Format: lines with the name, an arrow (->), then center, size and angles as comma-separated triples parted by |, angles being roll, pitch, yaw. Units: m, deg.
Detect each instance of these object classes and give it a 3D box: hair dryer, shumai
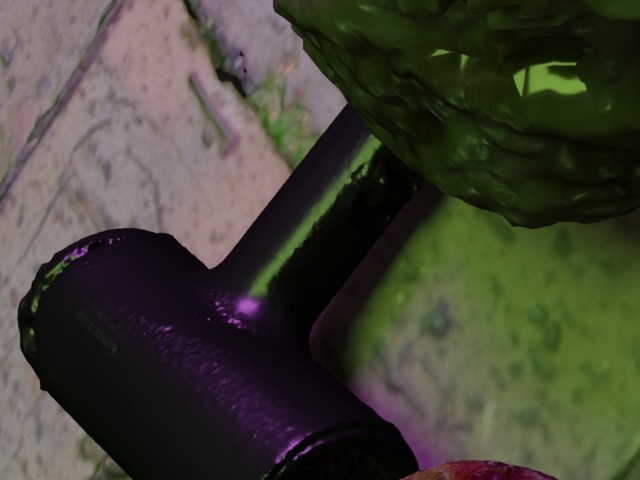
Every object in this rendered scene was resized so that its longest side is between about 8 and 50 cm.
hair dryer -> 0.000, 0.000, 0.754 | 0.251, 0.089, 0.197 | -56, 39, 3
shumai -> 0.066, -0.134, 0.607 | 0.261, 0.222, 0.225 | 14, 77, 45

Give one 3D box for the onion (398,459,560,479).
onion -> 0.055, 0.123, 0.620 | 0.107, 0.097, 0.107 | 3, 98, 18
